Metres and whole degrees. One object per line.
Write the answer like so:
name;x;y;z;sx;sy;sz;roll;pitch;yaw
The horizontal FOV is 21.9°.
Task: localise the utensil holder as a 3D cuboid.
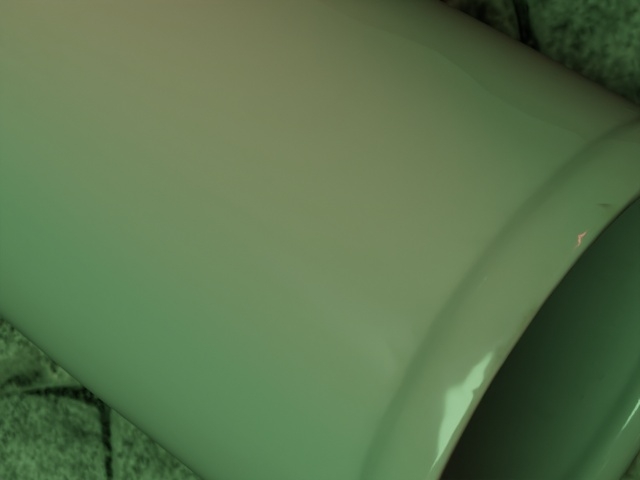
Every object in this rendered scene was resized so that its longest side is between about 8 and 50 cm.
utensil holder;0.000;0.000;0.982;0.385;0.327;0.328;32;115;27
